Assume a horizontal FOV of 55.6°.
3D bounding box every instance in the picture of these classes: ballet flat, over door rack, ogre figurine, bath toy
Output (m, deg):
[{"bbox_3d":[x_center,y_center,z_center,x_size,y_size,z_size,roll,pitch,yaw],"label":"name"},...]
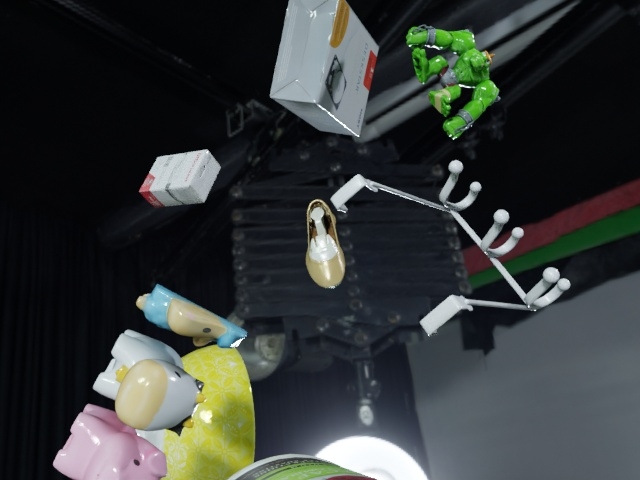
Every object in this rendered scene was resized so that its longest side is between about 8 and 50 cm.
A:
[{"bbox_3d":[0.000,0.000,1.246,0.080,0.232,0.073,-15,-51,3],"label":"ballet flat"},{"bbox_3d":[0.208,-0.003,0.868,0.324,0.239,0.108,-2,-42,-45],"label":"over door rack"},{"bbox_3d":[0.235,-0.290,1.056,0.118,0.197,0.097,-24,-21,-11],"label":"ogre figurine"},{"bbox_3d":[-0.214,0.227,0.671,0.129,0.348,0.151,28,0,-9],"label":"bath toy"}]

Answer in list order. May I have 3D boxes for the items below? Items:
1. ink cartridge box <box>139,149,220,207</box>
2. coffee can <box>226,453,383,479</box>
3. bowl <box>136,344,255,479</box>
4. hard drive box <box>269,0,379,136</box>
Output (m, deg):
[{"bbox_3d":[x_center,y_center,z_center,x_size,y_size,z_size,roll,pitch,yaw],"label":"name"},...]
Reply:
[{"bbox_3d":[-0.282,-0.124,1.224,0.135,0.099,0.056,-2,-38,30],"label":"ink cartridge box"},{"bbox_3d":[0.018,0.257,0.394,0.201,0.202,0.275,2,-14,-20],"label":"coffee can"},{"bbox_3d":[-0.235,0.325,1.046,0.156,0.290,0.289,4,-28,-27],"label":"bowl"},{"bbox_3d":[0.014,-0.301,1.064,0.089,0.181,0.232,13,1,20],"label":"hard drive box"}]
